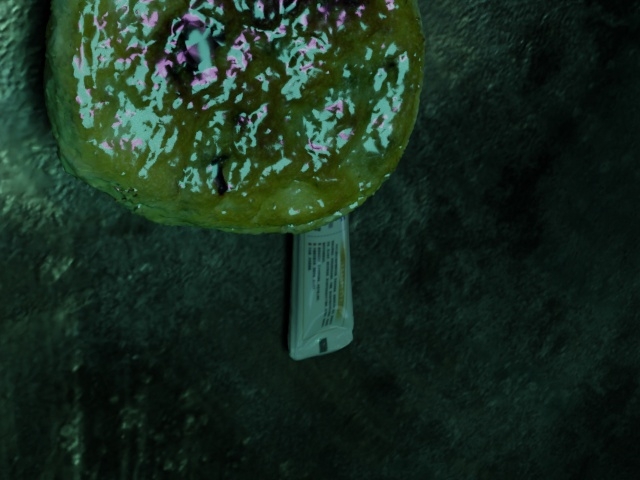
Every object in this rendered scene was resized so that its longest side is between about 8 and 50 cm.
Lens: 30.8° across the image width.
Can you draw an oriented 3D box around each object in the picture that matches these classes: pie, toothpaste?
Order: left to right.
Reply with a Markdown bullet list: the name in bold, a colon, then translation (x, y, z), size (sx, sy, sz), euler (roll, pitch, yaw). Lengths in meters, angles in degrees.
- **pie**: translation (-0.050, -0.143, 0.859), size (0.323, 0.070, 0.323), euler (-11, 115, -25)
- **toothpaste**: translation (0.000, 0.000, 1.022), size (0.067, 0.037, 0.255), euler (-15, 126, -20)
